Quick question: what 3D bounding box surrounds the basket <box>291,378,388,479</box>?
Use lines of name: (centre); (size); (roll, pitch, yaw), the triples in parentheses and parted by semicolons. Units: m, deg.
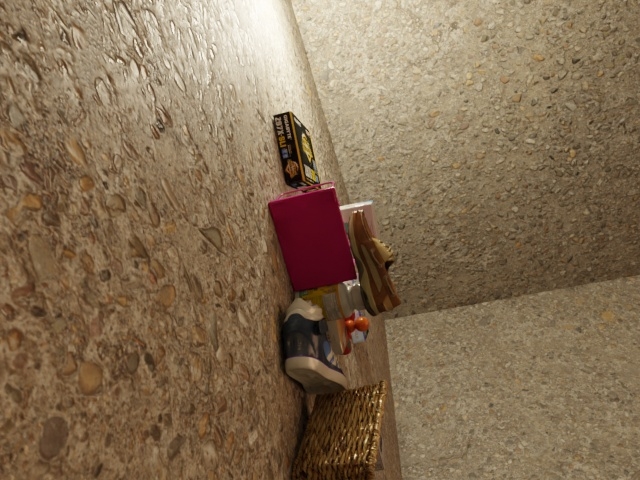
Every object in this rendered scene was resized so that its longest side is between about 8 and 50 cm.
basket: (0.094, 0.544, 1.234); (0.213, 0.223, 0.299); (64, 21, -18)

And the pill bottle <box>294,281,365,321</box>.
pill bottle: (0.034, 0.190, 1.501); (0.117, 0.209, 0.117); (-12, 90, -79)

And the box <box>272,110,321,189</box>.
box: (-0.082, -0.325, 1.845); (0.322, 0.080, 0.257); (3, 77, -79)

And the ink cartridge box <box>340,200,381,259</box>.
ink cartridge box: (0.084, -0.029, 1.848); (0.198, 0.270, 0.197); (-41, 120, -78)

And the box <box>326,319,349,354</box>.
box: (0.035, 0.317, 1.690); (0.170, 0.091, 0.130); (-28, 105, -79)

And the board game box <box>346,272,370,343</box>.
board game box: (0.185, 0.343, 2.514); (0.318, 0.066, 0.318); (-13, 91, -80)

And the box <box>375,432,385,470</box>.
box: (0.199, 0.796, 2.023); (0.169, 0.087, 0.289); (-72, 148, -70)

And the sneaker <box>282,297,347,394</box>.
sneaker: (-0.009, 0.292, 1.375); (0.322, 0.130, 0.236); (54, 30, -53)

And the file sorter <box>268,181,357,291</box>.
file sorter: (-0.014, -0.022, 1.521); (0.182, 0.202, 0.290); (-72, 149, -72)

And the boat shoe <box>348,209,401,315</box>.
boat shoe: (0.166, 0.062, 1.455); (0.122, 0.120, 0.323); (40, 36, -70)

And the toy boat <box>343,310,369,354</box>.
toy boat: (0.123, 0.345, 1.952); (0.231, 0.151, 0.150); (-85, 160, -58)
